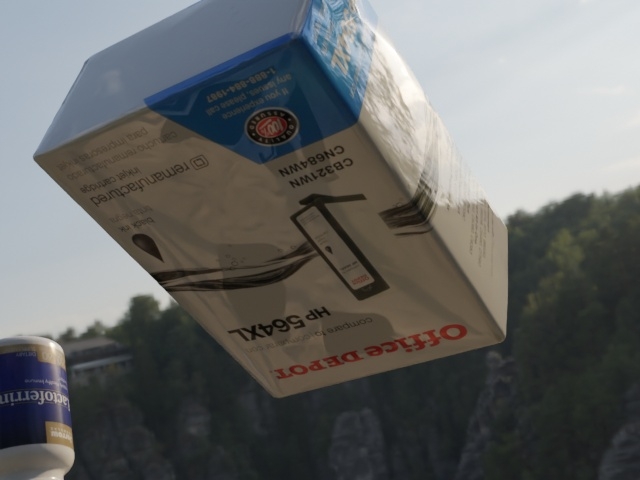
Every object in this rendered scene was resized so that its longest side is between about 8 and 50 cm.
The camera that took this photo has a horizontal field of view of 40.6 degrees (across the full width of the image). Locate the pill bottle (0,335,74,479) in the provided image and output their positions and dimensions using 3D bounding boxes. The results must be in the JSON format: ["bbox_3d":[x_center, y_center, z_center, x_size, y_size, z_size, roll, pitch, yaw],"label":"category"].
[{"bbox_3d":[-0.464,0.295,1.343,0.153,0.265,0.153,-12,-27,-6],"label":"pill bottle"}]

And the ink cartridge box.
[{"bbox_3d":[-0.011,-0.020,0.434,0.148,0.086,0.203,-19,-51,27],"label":"ink cartridge box"}]
